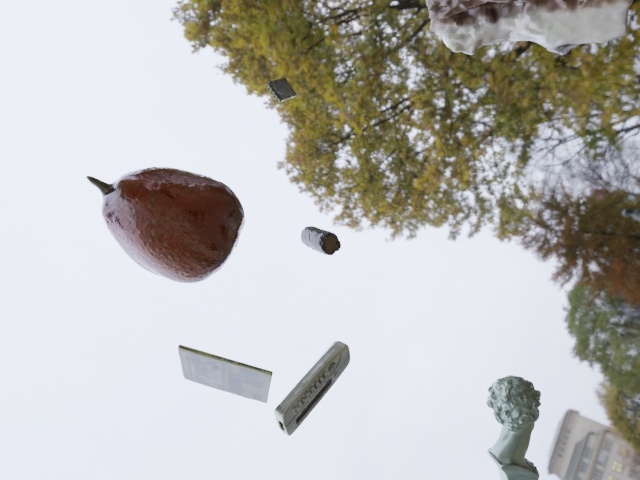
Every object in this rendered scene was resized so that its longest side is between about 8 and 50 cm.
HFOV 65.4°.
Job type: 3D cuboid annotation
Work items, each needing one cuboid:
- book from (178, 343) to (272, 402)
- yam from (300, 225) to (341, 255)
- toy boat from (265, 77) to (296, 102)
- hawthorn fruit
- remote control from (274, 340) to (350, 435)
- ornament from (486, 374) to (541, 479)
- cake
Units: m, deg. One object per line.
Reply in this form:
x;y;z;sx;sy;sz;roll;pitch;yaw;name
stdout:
-0.196;0.277;1.028;0.167;0.193;0.013;104;-178;-53;book
-0.001;-0.002;1.615;0.079;0.141;0.079;-7;-76;-29;yam
-0.108;-0.417;1.382;0.063;0.016;0.115;54;-151;-7;toy boat
-0.251;-0.037;0.796;0.252;0.199;0.199;27;-100;-24;hawthorn fruit
-0.017;0.317;1.100;0.230;0.049;0.090;-43;-37;-34;remote control
0.442;0.454;1.139;0.130;0.121;0.284;93;-178;-74;ornament
0.138;-0.214;0.323;0.147;0.135;0.134;68;-146;-43;cake
